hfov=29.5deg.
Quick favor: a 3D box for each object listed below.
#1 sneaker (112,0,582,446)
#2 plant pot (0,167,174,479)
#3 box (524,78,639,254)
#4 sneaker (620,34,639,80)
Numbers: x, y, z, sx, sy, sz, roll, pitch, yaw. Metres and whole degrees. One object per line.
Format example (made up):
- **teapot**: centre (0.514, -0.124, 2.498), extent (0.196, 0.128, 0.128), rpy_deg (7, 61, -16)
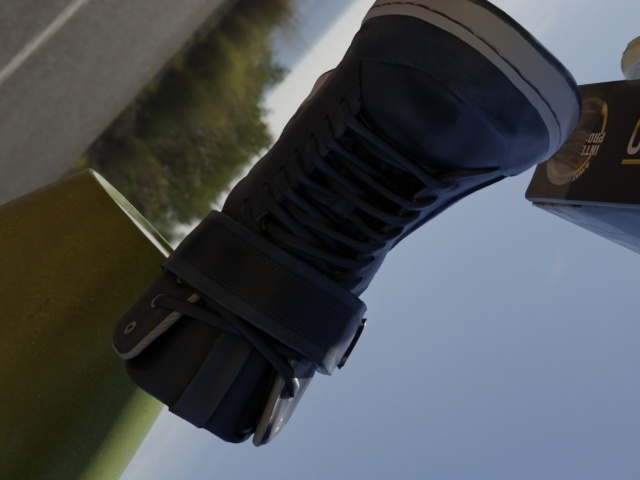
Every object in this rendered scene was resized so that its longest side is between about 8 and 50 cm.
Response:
- **sneaker**: centre (0.001, 0.001, 0.451), extent (0.163, 0.086, 0.226), rpy_deg (-54, -174, -12)
- **plant pot**: centre (-0.225, 0.096, 0.867), extent (0.293, 0.275, 0.275), rpy_deg (-43, -174, -1)
- **box**: centre (0.363, 0.018, 0.705), extent (0.097, 0.395, 0.318), rpy_deg (-67, -162, -1)
- **sneaker**: centre (0.369, -0.209, 1.124), extent (0.240, 0.126, 0.091), rpy_deg (-10, 152, -17)
